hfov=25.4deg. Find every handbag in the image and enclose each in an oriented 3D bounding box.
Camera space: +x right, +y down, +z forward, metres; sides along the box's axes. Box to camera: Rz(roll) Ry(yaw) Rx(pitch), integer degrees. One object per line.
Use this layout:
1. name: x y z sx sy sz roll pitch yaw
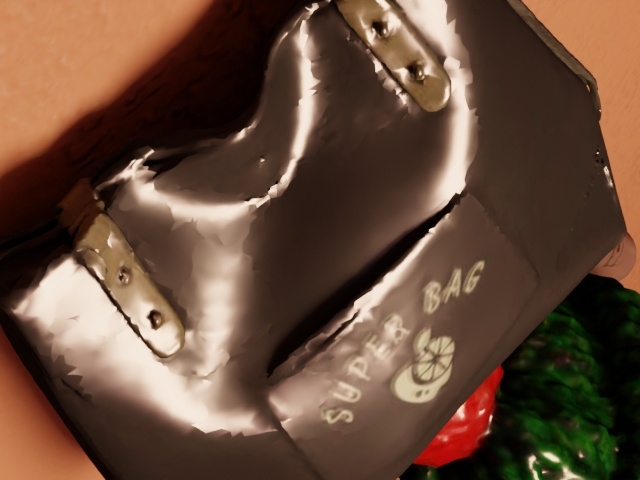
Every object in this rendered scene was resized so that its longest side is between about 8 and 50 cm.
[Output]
1. handbag: 0.000 0.000 0.701 0.342 0.152 0.288 -45 144 -4

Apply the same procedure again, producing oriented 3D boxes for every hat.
1. hat: 0.134 0.116 1.008 0.242 0.274 0.332 -46 130 6

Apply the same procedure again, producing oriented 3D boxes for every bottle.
1. bottle: 0.218 0.003 1.151 0.053 0.053 0.140 -51 155 10
